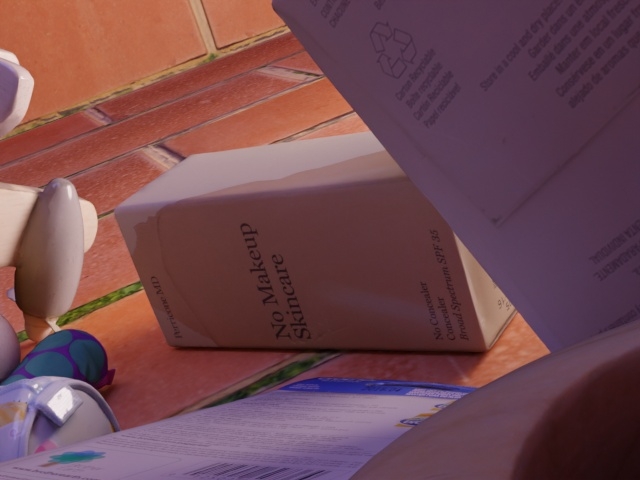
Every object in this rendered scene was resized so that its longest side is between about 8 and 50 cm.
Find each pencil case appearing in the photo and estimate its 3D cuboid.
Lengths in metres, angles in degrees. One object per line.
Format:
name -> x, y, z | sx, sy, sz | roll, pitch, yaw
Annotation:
pencil case -> -0.261, 0.158, 0.631 | 0.273, 0.124, 0.113 | -9, 1, 20
pencil case -> -0.215, 0.127, 0.760 | 0.070, 0.064, 0.151 | 22, 23, -1

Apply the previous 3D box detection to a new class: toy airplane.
toy airplane -> -0.338, 0.014, 0.819 | 0.386, 0.272, 0.384 | -39, -17, -27

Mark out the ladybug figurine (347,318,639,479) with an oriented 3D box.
ladybug figurine -> 0.209, 0.118, 0.271 | 0.450, 0.161, 0.305 | -12, 20, 18

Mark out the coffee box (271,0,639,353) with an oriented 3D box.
coffee box -> 0.242, -0.164, 0.546 | 0.334, 0.338, 0.337 | -33, -11, -36

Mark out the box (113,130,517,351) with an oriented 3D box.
box -> 0.000, 0.000, 0.793 | 0.311, 0.147, 0.121 | -5, 24, 36

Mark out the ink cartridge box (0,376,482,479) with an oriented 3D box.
ink cartridge box -> -0.016, 0.122, 0.497 | 0.186, 0.065, 0.311 | -3, 3, 35
